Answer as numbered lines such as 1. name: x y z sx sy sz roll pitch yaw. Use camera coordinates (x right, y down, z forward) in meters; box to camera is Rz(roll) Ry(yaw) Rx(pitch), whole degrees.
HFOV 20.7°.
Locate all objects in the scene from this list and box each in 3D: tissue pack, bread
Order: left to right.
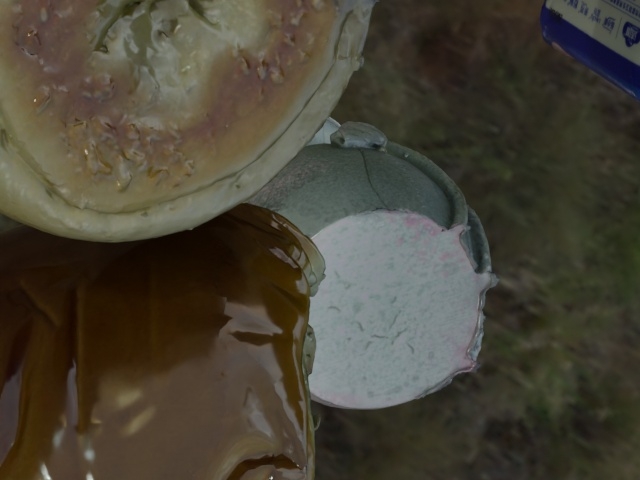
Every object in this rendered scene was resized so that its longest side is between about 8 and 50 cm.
1. bread: -0.108 -0.148 0.974 0.305 0.159 0.305 -10 108 -34
2. bread: -0.114 0.111 1.084 0.250 0.279 0.225 -6 137 2
3. tissue pack: 0.318 -0.232 1.575 0.137 0.270 0.209 7 107 -18

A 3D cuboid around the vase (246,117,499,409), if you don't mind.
1. vase: 0.000 0.000 1.681 0.250 0.445 0.250 -4 107 -13
